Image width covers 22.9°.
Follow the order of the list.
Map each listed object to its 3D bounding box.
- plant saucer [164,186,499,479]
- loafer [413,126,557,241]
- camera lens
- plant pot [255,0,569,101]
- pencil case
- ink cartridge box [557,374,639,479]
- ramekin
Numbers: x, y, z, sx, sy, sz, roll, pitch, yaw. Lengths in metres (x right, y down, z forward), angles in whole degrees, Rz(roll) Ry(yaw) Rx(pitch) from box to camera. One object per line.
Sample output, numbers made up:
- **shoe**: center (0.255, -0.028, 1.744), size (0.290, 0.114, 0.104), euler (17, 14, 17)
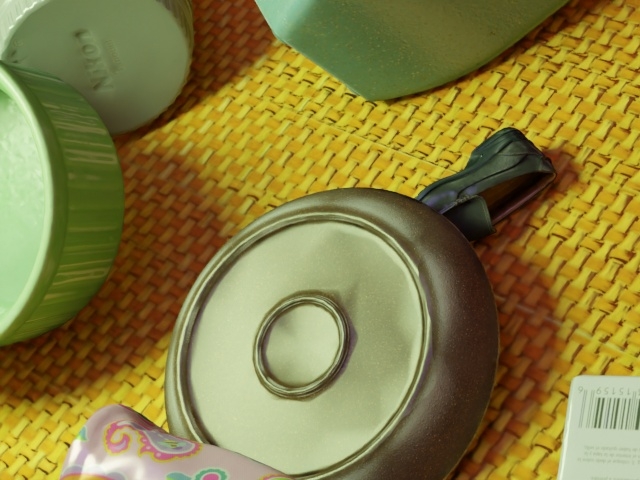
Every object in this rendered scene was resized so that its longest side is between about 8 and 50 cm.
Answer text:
- **plant saucer**: center (-0.007, 0.092, 1.294), size (0.310, 0.050, 0.310), euler (-12, 64, 26)
- **loafer**: center (0.128, -0.026, 1.359), size (0.170, 0.062, 0.061), euler (-44, 49, -6)
- **camera lens**: center (-0.254, -0.269, 1.689), size (0.219, 0.219, 0.274), euler (-27, 44, 10)
- **plant pot**: center (0.063, -0.284, 1.496), size (0.252, 0.247, 0.248), euler (-45, 41, 15)
- **pencil case**: center (-0.063, 0.219, 1.192), size (0.284, 0.124, 0.124), euler (16, 63, 27)
- **ink cartridge box**: center (0.289, 0.211, 1.056), size (0.275, 0.060, 0.239), euler (-1, 64, 31)
- **ramekin**: center (-0.334, -0.036, 1.505), size (0.303, 0.148, 0.303), euler (0, 91, 27)
